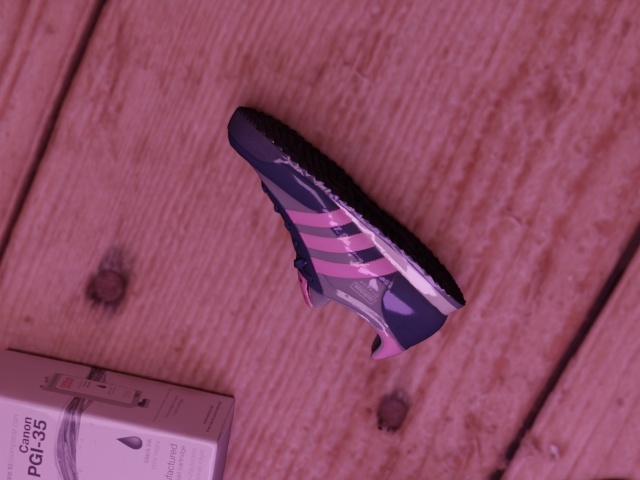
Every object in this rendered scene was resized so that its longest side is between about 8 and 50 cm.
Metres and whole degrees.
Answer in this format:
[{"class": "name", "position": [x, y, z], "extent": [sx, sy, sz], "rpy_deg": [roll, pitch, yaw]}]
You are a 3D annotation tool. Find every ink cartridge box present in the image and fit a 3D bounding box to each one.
[{"class": "ink cartridge box", "position": [-0.256, 0.263, 1.672], "extent": [0.283, 0.117, 0.207], "rpy_deg": [11, 111, 4]}]

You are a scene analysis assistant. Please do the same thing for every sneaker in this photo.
[{"class": "sneaker", "position": [0.000, 0.000, 1.546], "extent": [0.319, 0.112, 0.131], "rpy_deg": [43, 106, -7]}]
